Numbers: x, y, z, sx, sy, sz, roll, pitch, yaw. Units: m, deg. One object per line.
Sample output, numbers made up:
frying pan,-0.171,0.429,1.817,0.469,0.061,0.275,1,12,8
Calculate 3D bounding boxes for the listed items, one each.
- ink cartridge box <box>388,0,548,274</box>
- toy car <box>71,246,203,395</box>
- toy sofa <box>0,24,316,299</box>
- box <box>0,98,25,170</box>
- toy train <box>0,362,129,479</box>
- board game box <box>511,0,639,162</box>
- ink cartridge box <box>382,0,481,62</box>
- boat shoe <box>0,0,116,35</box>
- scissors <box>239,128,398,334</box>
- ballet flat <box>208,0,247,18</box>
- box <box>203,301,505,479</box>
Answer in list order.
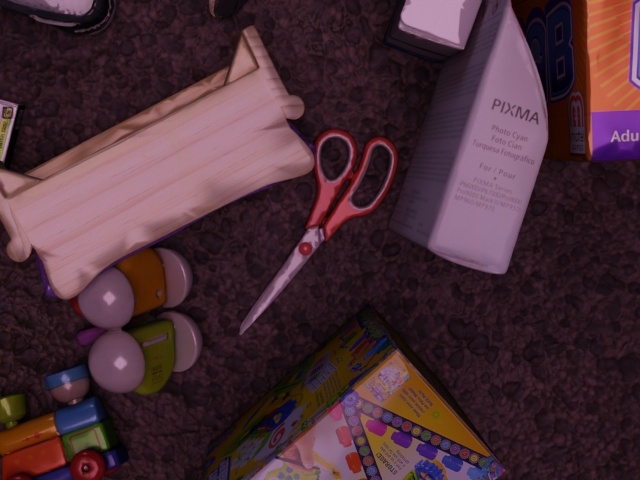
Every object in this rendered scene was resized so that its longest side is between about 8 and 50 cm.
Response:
ink cartridge box,0.191,-0.167,1.182,0.091,0.308,0.385,19,93,-5
toy car,-0.236,0.095,1.282,0.136,0.159,0.182,-4,98,32
toy sofa,-0.195,-0.088,1.233,0.363,0.150,0.177,-29,99,-6
box,-0.440,-0.079,1.294,0.114,0.036,0.207,14,95,-4
toy train,-0.373,0.253,1.305,0.248,0.105,0.143,-19,85,1
board game box,0.406,-0.272,1.157,0.357,0.356,0.356,-3,96,-3
ink cartridge box,0.137,-0.286,1.225,0.082,0.190,0.139,20,95,-5
boat shoe,-0.383,-0.331,1.244,0.303,0.091,0.114,18,94,-5
scissors,0.000,0.000,1.332,0.109,0.021,0.297,23,93,-7
ballet flat,-0.093,-0.348,1.287,0.049,0.057,0.173,26,93,34
box,0.022,0.245,1.224,0.279,0.290,0.177,-41,97,2
